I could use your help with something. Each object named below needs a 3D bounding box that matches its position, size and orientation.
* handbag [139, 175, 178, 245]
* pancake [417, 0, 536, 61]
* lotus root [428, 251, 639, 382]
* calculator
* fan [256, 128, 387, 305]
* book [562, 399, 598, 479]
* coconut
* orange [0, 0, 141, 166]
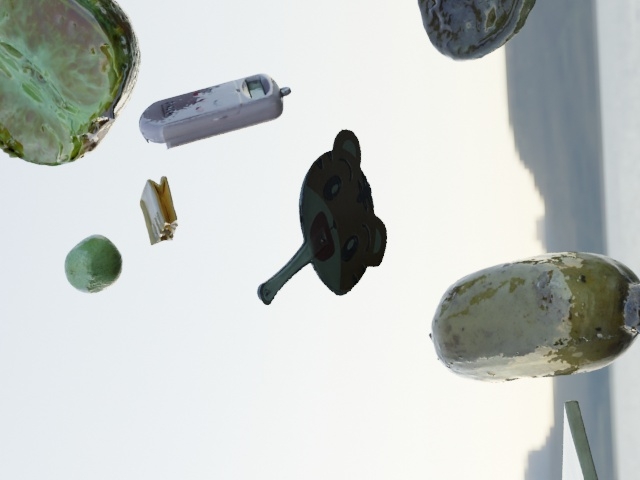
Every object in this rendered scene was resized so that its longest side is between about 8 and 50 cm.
[{"bbox_3d":[-0.184,-0.034,1.647,0.083,0.027,0.061,128,127,-69],"label":"handbag"},{"bbox_3d":[0.215,-0.368,2.032,0.050,0.242,0.242,-3,-90,-40],"label":"pancake"},{"bbox_3d":[0.255,0.085,1.633,0.160,0.284,0.146,-33,-70,-51],"label":"lotus root"},{"bbox_3d":[-0.117,-0.145,1.609,0.100,0.175,0.032,-111,6,-63],"label":"calculator"},{"bbox_3d":[0.000,0.000,1.370,0.226,0.008,0.152,-46,-53,-47],"label":"fan"},{"bbox_3d":[0.338,0.371,1.824,0.310,0.021,0.217,78,-177,-52],"label":"book"},{"bbox_3d":[-0.334,0.034,2.141,0.096,0.088,0.088,-38,-51,-45],"label":"coconut"},{"bbox_3d":[-0.396,-0.271,2.126,0.334,0.262,0.196,-58,8,52],"label":"orange"}]
